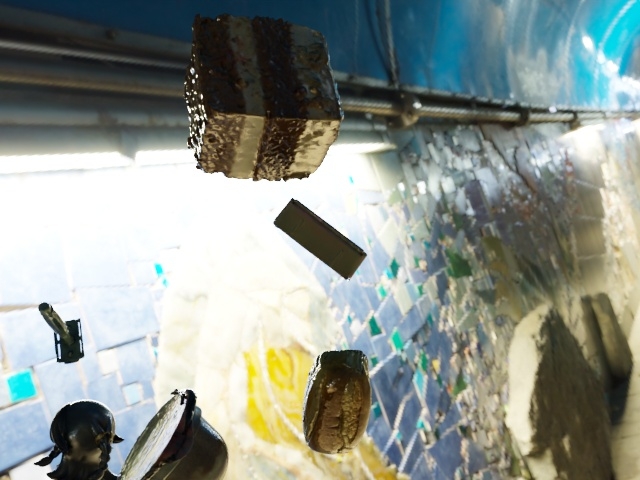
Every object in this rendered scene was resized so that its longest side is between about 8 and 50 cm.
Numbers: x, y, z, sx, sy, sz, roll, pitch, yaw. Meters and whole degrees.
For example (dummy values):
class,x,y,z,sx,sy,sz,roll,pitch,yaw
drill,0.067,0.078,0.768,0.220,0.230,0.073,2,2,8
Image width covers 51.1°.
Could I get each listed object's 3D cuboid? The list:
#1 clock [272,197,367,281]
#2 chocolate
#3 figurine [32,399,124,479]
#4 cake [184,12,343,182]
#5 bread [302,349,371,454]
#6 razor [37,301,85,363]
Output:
class,x,y,z,sx,sy,sz,roll,pitch,yaw
clock,0.000,0.000,1.369,0.071,0.192,0.147,-53,-3,-1
chocolate,-0.227,0.365,1.128,0.221,0.147,0.221,-51,15,19
figurine,-0.634,0.562,1.792,0.196,0.265,0.175,-17,-8,2
cake,-0.123,-0.287,1.363,0.290,0.256,0.282,-4,-22,-16
bread,0.034,0.343,1.399,0.139,0.237,0.106,6,28,-2
razor,-0.361,0.116,0.916,0.040,0.068,0.135,-13,-27,-10
